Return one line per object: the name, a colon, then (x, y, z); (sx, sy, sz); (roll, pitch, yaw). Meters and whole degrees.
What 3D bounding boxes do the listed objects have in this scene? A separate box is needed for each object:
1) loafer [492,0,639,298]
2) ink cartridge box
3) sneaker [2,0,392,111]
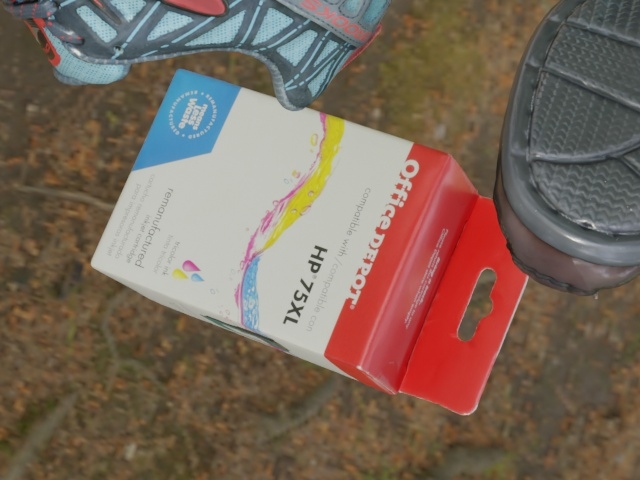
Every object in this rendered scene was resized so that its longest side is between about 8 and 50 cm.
loafer: (0.149, -0.076, 0.667); (0.302, 0.109, 0.095); (-58, 171, -38)
ink cartridge box: (0.000, 0.000, 0.909); (0.134, 0.231, 0.078); (-67, 157, -9)
sneaker: (-0.091, -0.109, 0.555); (0.261, 0.104, 0.125); (14, 122, -18)
